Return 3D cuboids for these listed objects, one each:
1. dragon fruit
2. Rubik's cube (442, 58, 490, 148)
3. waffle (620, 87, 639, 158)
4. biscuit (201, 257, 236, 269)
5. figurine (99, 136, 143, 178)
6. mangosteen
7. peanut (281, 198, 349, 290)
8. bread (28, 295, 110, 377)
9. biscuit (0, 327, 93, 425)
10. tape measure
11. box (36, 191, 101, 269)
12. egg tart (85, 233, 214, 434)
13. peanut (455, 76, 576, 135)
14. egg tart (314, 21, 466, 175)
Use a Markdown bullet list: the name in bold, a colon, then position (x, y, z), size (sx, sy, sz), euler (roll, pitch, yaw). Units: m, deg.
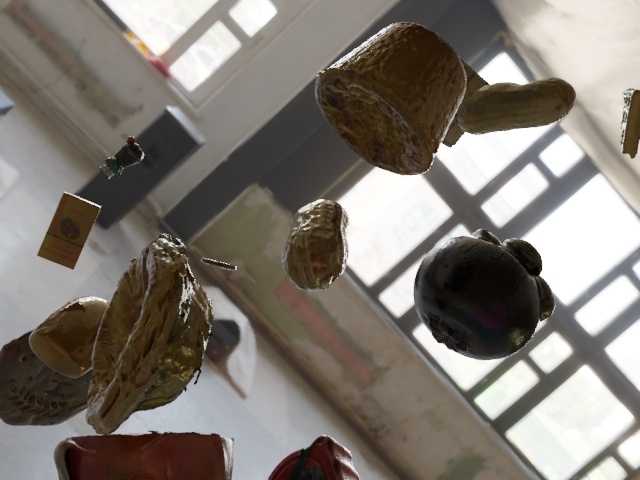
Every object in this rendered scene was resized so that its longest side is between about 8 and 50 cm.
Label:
- **dragon fruit**: position (-0.277, 0.423, 1.256), size (0.305, 0.306, 0.225), euler (34, 50, -64)
- **Rubik's cube**: position (0.335, -0.444, 2.304), size (0.225, 0.221, 0.231), euler (22, 23, -47)
- **waffle**: position (0.556, -0.215, 1.417), size (0.032, 0.125, 0.191), euler (7, 11, 14)
- **biscuit**: position (-0.252, 0.059, 1.932), size (0.091, 0.015, 0.078), euler (17, -3, -34)
- **figurine**: position (-0.451, -0.185, 1.783), size (0.060, 0.106, 0.047), euler (56, 7, -2)
- **mangosteen**: position (0.274, 0.087, 1.327), size (0.243, 0.243, 0.243), euler (47, 7, -7)
- **peanut**: position (0.000, 0.000, 1.768), size (0.153, 0.140, 0.325), euler (52, 23, -16)
- **bread**: position (-0.500, 0.190, 1.650), size (0.147, 0.098, 0.217), euler (37, 28, -2)
- **biscuit**: position (-0.635, 0.325, 1.915), size (0.046, 0.359, 0.359), euler (48, 6, 37)
- **tape measure**: position (-0.016, 0.594, 1.798), size (0.114, 0.260, 0.253), euler (47, 12, -36)
- **box**: position (-0.557, -0.021, 1.743), size (0.087, 0.155, 0.023), euler (24, 5, -11)
- **egg tart**: position (-0.228, 0.133, 1.077), size (0.116, 0.294, 0.294), euler (20, 18, -24)
- **peanut**: position (0.509, -0.358, 2.065), size (0.148, 0.319, 0.147), euler (20, 66, -56)
- **egg tart**: position (0.109, -0.205, 1.114), size (0.203, 0.147, 0.202), euler (33, -23, 16)
